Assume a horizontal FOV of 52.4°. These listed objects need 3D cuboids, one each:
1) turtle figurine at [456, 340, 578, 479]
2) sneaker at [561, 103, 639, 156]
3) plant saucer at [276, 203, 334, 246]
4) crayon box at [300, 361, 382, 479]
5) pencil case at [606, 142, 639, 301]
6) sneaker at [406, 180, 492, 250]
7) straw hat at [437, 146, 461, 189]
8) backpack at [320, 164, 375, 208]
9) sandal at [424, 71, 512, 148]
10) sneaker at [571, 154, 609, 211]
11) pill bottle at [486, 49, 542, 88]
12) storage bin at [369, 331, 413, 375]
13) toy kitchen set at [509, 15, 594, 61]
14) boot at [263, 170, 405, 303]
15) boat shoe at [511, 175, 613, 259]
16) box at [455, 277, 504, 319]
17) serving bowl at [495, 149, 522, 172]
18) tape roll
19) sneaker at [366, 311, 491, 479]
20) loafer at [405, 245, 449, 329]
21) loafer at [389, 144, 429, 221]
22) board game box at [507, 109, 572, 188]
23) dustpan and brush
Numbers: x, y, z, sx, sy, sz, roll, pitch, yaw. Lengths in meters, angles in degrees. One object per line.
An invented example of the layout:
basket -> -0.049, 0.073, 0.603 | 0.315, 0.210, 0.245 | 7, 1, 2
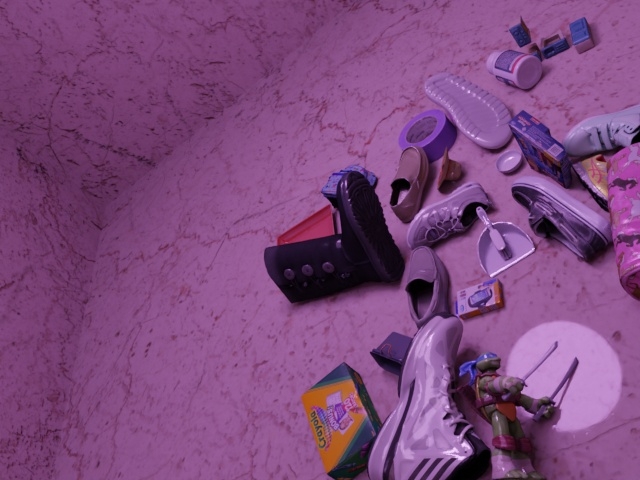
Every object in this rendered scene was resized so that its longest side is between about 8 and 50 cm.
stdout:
turtle figurine -> 0.427, 0.350, 1.337 | 0.275, 0.198, 0.266 | -4, 68, 6
sneaker -> 0.754, -0.272, 1.692 | 0.256, 0.094, 0.151 | -23, 20, 28
plant saucer -> -0.044, 0.021, 2.343 | 0.259, 0.048, 0.258 | -32, 36, 22
crayon box -> 0.063, 0.477, 1.722 | 0.165, 0.081, 0.278 | -41, 34, 9
pencil case -> 0.739, -0.043, 1.447 | 0.167, 0.160, 0.386 | -23, 39, 40
sneaker -> 0.375, -0.061, 1.913 | 0.281, 0.105, 0.115 | -41, 34, 8
straw hat -> 0.415, -0.224, 2.068 | 0.061, 0.144, 0.144 | 12, 55, 6
backpack -> 0.108, -0.204, 2.348 | 0.158, 0.117, 0.173 | 15, 64, 52
sandal -> 0.499, -0.426, 2.160 | 0.169, 0.102, 0.416 | -28, 51, -3
sneaker -> 0.721, -0.156, 1.654 | 0.094, 0.081, 0.208 | -32, 36, 18
pill bottle -> 0.635, -0.572, 2.153 | 0.108, 0.108, 0.180 | -45, 34, 2
storage bin -> 0.212, 0.299, 1.741 | 0.091, 0.098, 0.135 | -49, 32, -22
toy kitchen set -> 0.736, -0.665, 2.084 | 0.207, 0.166, 0.122 | -23, 40, 32
boot -> 0.001, 0.002, 2.057 | 0.445, 0.366, 0.146 | -13, 15, 41
boat shoe -> 0.588, -0.064, 1.666 | 0.119, 0.121, 0.335 | -43, 36, -1
box -> 0.413, 0.157, 1.717 | 0.136, 0.028, 0.081 | -23, 41, 29
serving bowl -> 0.568, -0.232, 1.948 | 0.083, 0.027, 0.083 | -28, 38, 25
tape roll -> 0.369, -0.358, 2.251 | 0.189, 0.080, 0.189 | -30, 37, 25
sneaker -> 0.305, 0.395, 1.508 | 0.258, 0.169, 0.447 | 10, 69, 41
loafer -> 0.291, 0.127, 1.805 | 0.112, 0.111, 0.319 | -30, 37, 23
loafer -> 0.284, -0.197, 2.117 | 0.102, 0.092, 0.268 | -8, 65, 40
board game box -> 0.618, -0.238, 1.785 | 0.060, 0.194, 0.194 | -42, 54, 3
dustpan and brush -> 0.480, -0.016, 1.791 | 0.147, 0.060, 0.211 | -35, 35, 17
